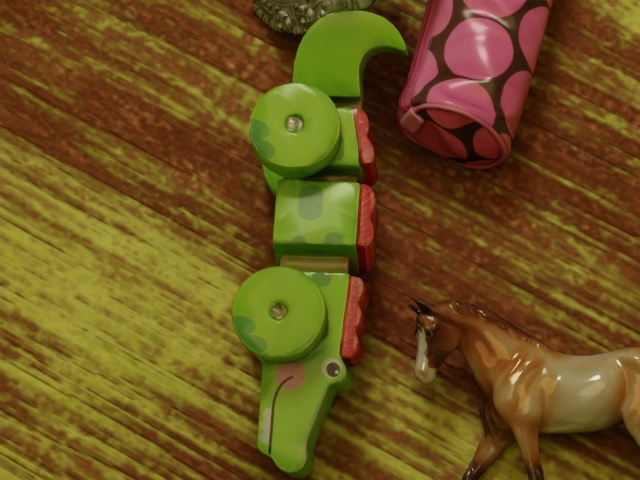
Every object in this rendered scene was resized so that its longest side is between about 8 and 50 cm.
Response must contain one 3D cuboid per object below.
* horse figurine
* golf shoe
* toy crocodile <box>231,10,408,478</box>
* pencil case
[{"bbox_3d":[0.191,0.133,1.361,0.263,0.066,0.174,1,77,6],"label":"horse figurine"},{"bbox_3d":[0.020,-0.197,1.459,0.086,0.176,0.069,-18,102,-41],"label":"golf shoe"},{"bbox_3d":[0.000,0.000,1.382,0.105,0.115,0.340,3,75,6],"label":"toy crocodile"},{"bbox_3d":[0.118,-0.164,1.451,0.098,0.095,0.209,21,70,-22],"label":"pencil case"}]
